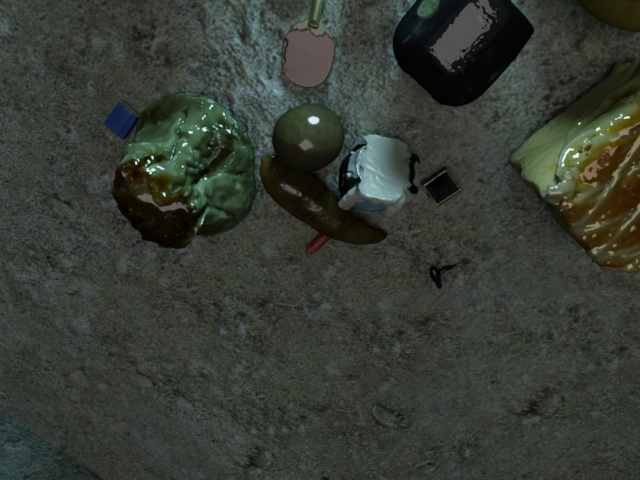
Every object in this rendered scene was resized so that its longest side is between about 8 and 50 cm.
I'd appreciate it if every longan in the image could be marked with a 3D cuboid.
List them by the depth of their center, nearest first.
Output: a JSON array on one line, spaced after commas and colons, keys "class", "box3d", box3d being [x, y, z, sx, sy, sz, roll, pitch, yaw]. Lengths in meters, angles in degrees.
[{"class": "longan", "box3d": [-0.037, -0.264, 1.054, 0.204, 0.185, 0.159, 37, 153, 33]}]

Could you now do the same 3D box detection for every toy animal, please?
[{"class": "toy animal", "box3d": [0.147, -0.150, 1.080, 0.204, 0.208, 0.156, 10, 151, 0]}]

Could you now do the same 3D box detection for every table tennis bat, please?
[{"class": "table tennis bat", "box3d": [-0.023, -0.495, 1.020, 0.131, 0.022, 0.234, 14, 117, 0]}]

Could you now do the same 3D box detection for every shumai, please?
[{"class": "shumai", "box3d": [-0.353, -0.150, 1.052, 0.324, 0.323, 0.398, -2, 116, 9]}]

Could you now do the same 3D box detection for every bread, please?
[{"class": "bread", "box3d": [0.710, -0.162, 0.964, 0.390, 0.279, 0.371, -41, 107, 19]}]

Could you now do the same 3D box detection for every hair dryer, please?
[{"class": "hair dryer", "box3d": [0.374, 0.101, 1.261, 0.083, 0.031, 0.079, -26, 121, 8]}]

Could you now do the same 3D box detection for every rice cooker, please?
[{"class": "rice cooker", "box3d": [0.290, -0.428, 0.897, 0.267, 0.267, 0.224, 36, 121, -11]}]

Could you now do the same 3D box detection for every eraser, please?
[{"class": "eraser", "box3d": [-0.542, -0.330, 1.146, 0.063, 0.027, 0.084, 42, 112, -12]}]

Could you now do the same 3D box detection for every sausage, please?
[{"class": "sausage", "box3d": [0.000, 0.000, 1.244, 0.034, 0.034, 0.129, 41, 113, -13]}]

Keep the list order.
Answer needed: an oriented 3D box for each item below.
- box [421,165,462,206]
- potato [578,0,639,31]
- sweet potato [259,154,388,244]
[{"class": "box", "box3d": [0.327, -0.146, 1.140, 0.083, 0.035, 0.079, -36, 107, 19]}, {"class": "potato", "box3d": [0.622, -0.618, 0.814, 0.296, 0.290, 0.397, 12, 79, -30]}, {"class": "sweet potato", "box3d": [0.003, -0.092, 1.151, 0.422, 0.130, 0.130, 33, 114, -11]}]
